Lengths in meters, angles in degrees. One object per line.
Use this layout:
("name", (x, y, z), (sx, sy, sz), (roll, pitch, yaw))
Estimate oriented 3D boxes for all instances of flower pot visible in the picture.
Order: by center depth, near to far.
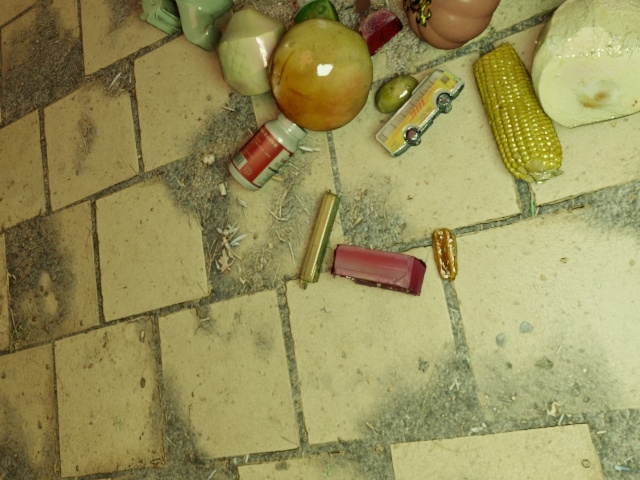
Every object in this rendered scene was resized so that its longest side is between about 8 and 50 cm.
("flower pot", (-0.466, -0.838, 1.832), (0.367, 0.164, 0.254), (30, 101, 26))

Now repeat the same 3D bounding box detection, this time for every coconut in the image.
("coconut", (0.631, -0.416, 1.178), (0.297, 0.297, 0.255), (11, 58, 26))
("coconut", (-0.206, -0.588, 1.618), (0.259, 0.259, 0.260), (-4, 80, 25))

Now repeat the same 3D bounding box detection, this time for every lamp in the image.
("lamp", (0.357, -0.662, 1.369), (0.305, 0.239, 0.306), (170, 90, -67))

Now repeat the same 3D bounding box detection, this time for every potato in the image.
("potato", (0.217, -0.419, 1.490), (0.137, 0.070, 0.092), (-24, 71, 20))

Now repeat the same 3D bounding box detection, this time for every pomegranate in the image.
("pomegranate", (0.011, -0.466, 1.480), (0.318, 0.319, 0.320), (-4, 80, 25))

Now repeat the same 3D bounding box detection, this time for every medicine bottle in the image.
("medicine bottle", (-0.163, -0.276, 1.613), (0.250, 0.131, 0.131), (-43, 67, 13))
("medicine bottle", (-0.010, -0.684, 1.631), (0.131, 0.088, 0.189), (-23, 73, 21))

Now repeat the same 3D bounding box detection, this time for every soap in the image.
("soap", (0.141, 0.076, 1.392), (0.249, 0.162, 0.099), (9, 85, 25))

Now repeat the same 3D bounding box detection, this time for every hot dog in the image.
("hot dog", (0.333, 0.038, 1.378), (0.062, 0.038, 0.144), (-11, 79, 21))

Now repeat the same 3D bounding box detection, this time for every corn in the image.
("corn", (0.487, -0.320, 1.309), (0.143, 0.144, 0.388), (-24, 72, 20))

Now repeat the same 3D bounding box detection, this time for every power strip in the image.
("power strip", (0.000, 0.000, 1.527), (0.044, 0.064, 0.306), (16, 89, 20))

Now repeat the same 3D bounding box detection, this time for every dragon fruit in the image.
("dragon fruit", (0.158, -0.628, 1.539), (0.147, 0.102, 0.096), (-37, 75, 5))

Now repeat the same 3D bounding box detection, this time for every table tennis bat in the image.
("table tennis bat", (0.116, -0.730, 1.624), (0.083, 0.007, 0.050), (-6, 80, 22))

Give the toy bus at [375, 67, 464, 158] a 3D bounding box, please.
("toy bus", (0.271, -0.347, 1.429), (0.106, 0.092, 0.268), (45, 102, 8))
